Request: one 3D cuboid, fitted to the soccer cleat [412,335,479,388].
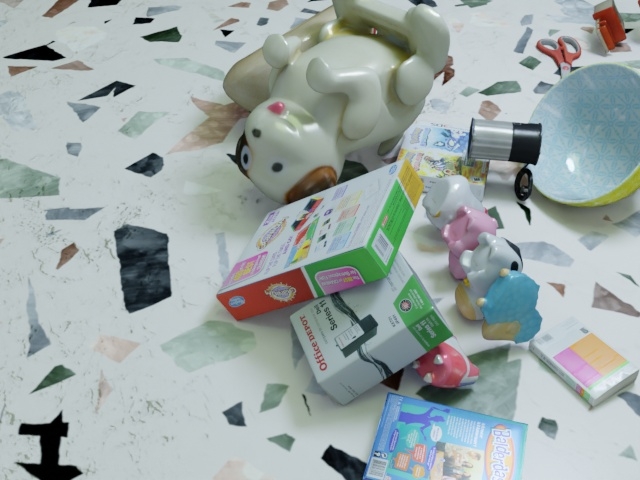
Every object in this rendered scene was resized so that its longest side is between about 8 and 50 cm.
[{"bbox_3d":[0.163,0.150,1.367,0.095,0.083,0.248,15,24,-34],"label":"soccer cleat"}]

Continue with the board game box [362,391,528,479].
[{"bbox_3d":[0.179,0.310,1.190,0.210,0.047,0.160,11,42,13],"label":"board game box"}]

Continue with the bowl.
[{"bbox_3d":[0.563,-0.188,1.653,0.156,0.289,0.289,20,27,-38],"label":"bowl"}]

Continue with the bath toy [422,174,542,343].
[{"bbox_3d":[0.276,0.024,1.466,0.129,0.151,0.348,24,28,-28],"label":"bath toy"}]

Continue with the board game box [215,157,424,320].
[{"bbox_3d":[0.000,0.000,1.404,0.317,0.064,0.242,-19,29,36],"label":"board game box"}]

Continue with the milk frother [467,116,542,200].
[{"bbox_3d":[0.355,-0.159,1.650,0.135,0.129,0.143,6,79,6],"label":"milk frother"}]

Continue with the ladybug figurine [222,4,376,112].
[{"bbox_3d":[-0.022,-0.401,1.875,0.305,0.162,0.449,-14,21,50],"label":"ladybug figurine"}]

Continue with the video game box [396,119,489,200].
[{"bbox_3d":[0.258,-0.172,1.749,0.187,0.048,0.205,8,41,12],"label":"video game box"}]

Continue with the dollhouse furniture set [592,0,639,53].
[{"bbox_3d":[0.819,-0.571,2.082,0.259,0.262,0.135,-20,34,30],"label":"dollhouse furniture set"}]

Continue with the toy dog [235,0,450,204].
[{"bbox_3d":[0.008,-0.251,1.619,0.285,0.395,0.408,36,69,22],"label":"toy dog"}]

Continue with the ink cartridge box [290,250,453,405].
[{"bbox_3d":[0.074,0.132,1.297,0.208,0.087,0.153,-35,44,6],"label":"ink cartridge box"}]

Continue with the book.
[{"bbox_3d":[0.419,0.190,1.345,0.096,0.035,0.144,-24,46,-21],"label":"book"}]

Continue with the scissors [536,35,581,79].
[{"bbox_3d":[0.612,-0.431,2.068,0.109,0.021,0.297,0,39,-3],"label":"scissors"}]
